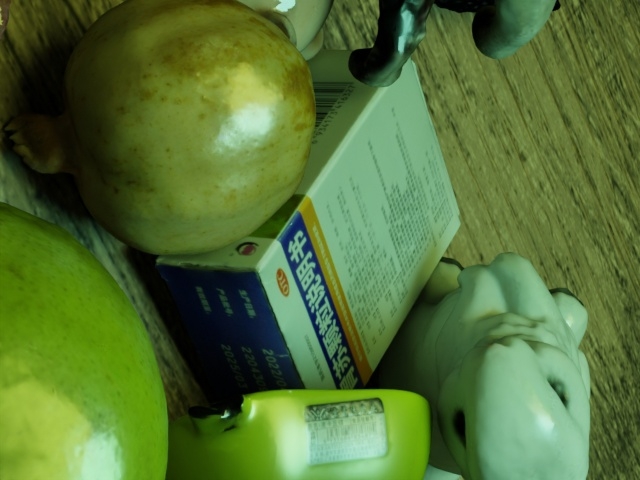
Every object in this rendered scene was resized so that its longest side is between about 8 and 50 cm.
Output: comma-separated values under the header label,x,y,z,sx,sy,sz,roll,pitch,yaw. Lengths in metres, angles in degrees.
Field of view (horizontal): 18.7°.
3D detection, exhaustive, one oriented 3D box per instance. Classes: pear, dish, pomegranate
label,x,y,z,sx,sy,sz,roll,pitch,yaw
pear,-0.234,0.098,1.224,0.287,0.287,0.375,58,19,-30
dish,-0.027,0.204,1.520,0.262,0.221,0.108,9,56,-43
pomegranate,-0.104,-0.089,1.477,0.207,0.207,0.207,9,78,-52

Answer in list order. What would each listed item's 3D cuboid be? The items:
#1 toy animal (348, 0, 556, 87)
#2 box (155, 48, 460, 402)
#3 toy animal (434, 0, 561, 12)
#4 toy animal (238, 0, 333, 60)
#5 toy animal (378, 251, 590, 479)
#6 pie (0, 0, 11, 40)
label,x,y,z,sx,sy,sz,roll,pitch,yaw
toy animal,0.113,-0.337,1.618,0.194,0.302,0.344,-2,51,-21
box,0.000,0.000,1.660,0.299,0.106,0.200,-56,138,-39
toy animal,0.151,-0.307,1.913,0.298,0.122,0.185,30,57,-40
toy animal,-0.056,-0.266,1.607,0.166,0.154,0.250,-23,106,-60
toy animal,0.150,0.145,1.666,0.357,0.194,0.257,-93,-172,-74
pie,-0.292,-0.188,1.372,0.182,0.049,0.182,10,77,-47
